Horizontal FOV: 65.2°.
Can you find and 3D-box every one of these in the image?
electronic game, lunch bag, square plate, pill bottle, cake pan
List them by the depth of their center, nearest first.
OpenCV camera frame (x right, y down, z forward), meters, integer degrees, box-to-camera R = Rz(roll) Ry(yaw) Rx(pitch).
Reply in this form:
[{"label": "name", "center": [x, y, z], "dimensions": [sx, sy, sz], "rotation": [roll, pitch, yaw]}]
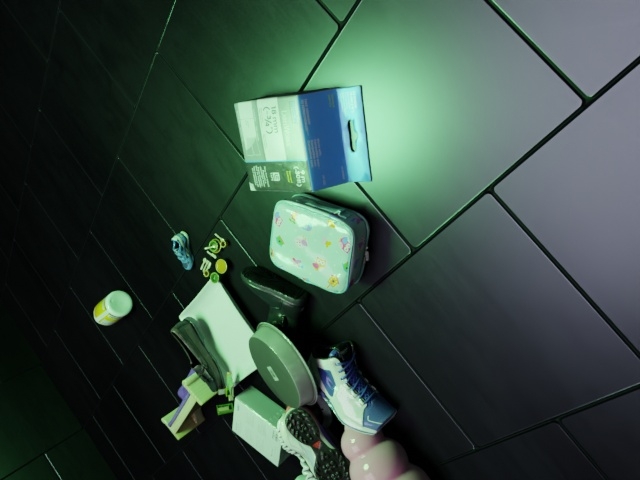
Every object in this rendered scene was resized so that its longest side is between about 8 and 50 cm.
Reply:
[{"label": "lunch bag", "center": [0.000, 0.000, 1.340], "dimensions": [0.279, 0.108, 0.224], "rotation": [22, 116, 29]}, {"label": "cake pan", "center": [-0.123, 0.387, 1.517], "dimensions": [0.293, 0.054, 0.293], "rotation": [37, 144, 34]}, {"label": "electronic game", "center": [-0.052, 0.527, 1.651], "dimensions": [0.229, 0.048, 0.229], "rotation": [23, 130, 29]}, {"label": "square plate", "center": [-0.344, 0.337, 1.807], "dimensions": [0.344, 0.049, 0.347], "rotation": [54, 132, 8]}, {"label": "pill bottle", "center": [-0.928, 0.306, 2.220], "dimensions": [0.215, 0.117, 0.117], "rotation": [-29, 89, 42]}]

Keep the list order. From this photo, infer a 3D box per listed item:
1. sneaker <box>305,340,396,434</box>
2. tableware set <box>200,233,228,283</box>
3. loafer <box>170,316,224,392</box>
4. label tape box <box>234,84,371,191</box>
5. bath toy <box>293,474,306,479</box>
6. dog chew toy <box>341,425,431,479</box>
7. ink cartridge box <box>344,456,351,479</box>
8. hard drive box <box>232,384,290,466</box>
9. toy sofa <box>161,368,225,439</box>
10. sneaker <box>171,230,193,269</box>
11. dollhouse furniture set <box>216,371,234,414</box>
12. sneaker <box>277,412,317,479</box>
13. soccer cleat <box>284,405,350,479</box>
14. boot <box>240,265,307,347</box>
[{"label": "sneaker", "center": [0.074, 0.401, 1.442], "dimensions": [0.315, 0.127, 0.182], "rotation": [31, 128, 27]}, {"label": "tableware set", "center": [-0.353, 0.063, 1.680], "dimensions": [0.104, 0.024, 0.154], "rotation": [35, 108, 23]}, {"label": "loafer", "center": [-0.458, 0.434, 1.843], "dimensions": [0.109, 0.095, 0.302], "rotation": [-19, 97, 43]}, {"label": "label tape box", "center": [-0.051, -0.252, 1.273], "dimensions": [0.334, 0.106, 0.240], "rotation": [5, 113, 38]}, {"label": "bath toy", "center": [0.000, 0.980, 1.760], "dimensions": [0.129, 0.151, 0.348], "rotation": [-15, 98, 3]}, {"label": "dog chew toy", "center": [0.179, 0.664, 1.430], "dimensions": [0.332, 0.207, 0.206], "rotation": [55, 133, 14]}, {"label": "ink cartridge box", "center": [0.131, 0.760, 1.596], "dimensions": [0.181, 0.061, 0.104], "rotation": [-16, 97, 43]}, {"label": "hard drive box", "center": [-0.205, 0.669, 1.810], "dimensions": [0.232, 0.089, 0.181], "rotation": [27, 124, 27]}, {"label": "toy sofa", "center": [-0.526, 0.630, 2.014], "dimensions": [0.177, 0.150, 0.362], "rotation": [45, 131, 13]}, {"label": "sneaker", "center": [-0.499, 0.042, 1.795], "dimensions": [0.053, 0.059, 0.144], "rotation": [4, 112, 36]}, {"label": "dollhouse furniture set", "center": [-0.346, 0.556, 1.812], "dimensions": [0.076, 0.059, 0.151], "rotation": [-125, 35, -57]}, {"label": "sneaker", "center": [-0.040, 0.687, 1.671], "dimensions": [0.118, 0.110, 0.292], "rotation": [-20, 111, 33]}, {"label": "soccer cleat", "center": [-0.006, 0.648, 1.585], "dimensions": [0.109, 0.116, 0.318], "rotation": [-33, 94, 0]}, {"label": "boot", "center": [-0.159, 0.216, 1.570], "dimensions": [0.246, 0.094, 0.207], "rotation": [24, 119, 22]}]
